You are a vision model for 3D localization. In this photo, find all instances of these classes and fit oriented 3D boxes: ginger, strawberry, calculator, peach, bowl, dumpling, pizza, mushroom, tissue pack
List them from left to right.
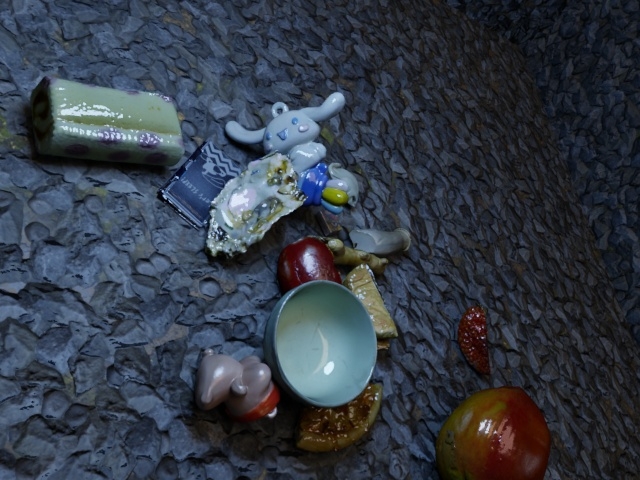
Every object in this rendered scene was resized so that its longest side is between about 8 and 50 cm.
[{"bbox_3d":[-0.329,-0.162,1.581,0.165,0.028,0.274,43,47,-15],"label":"calculator"},{"bbox_3d":[-0.029,0.124,1.560,0.153,0.159,0.268,-13,80,-21],"label":"peach"},{"bbox_3d":[-0.017,0.263,1.407,0.307,0.163,0.307,9,71,-29],"label":"bowl"},{"bbox_3d":[0.027,-0.060,1.807,0.063,0.035,0.083,-14,73,-43],"label":"tissue pack"},{"bbox_3d":[0.042,0.432,1.485,0.335,0.086,0.226,-16,77,-42],"label":"pizza"},{"bbox_3d":[0.076,-0.204,1.893,0.169,0.100,0.134,32,36,-23],"label":"dumpling"},{"bbox_3d":[0.105,0.059,1.758,0.298,0.118,0.065,18,59,-41],"label":"ginger"},{"bbox_3d":[0.208,0.008,1.876,0.246,0.108,0.096,-2,107,-38],"label":"mushroom"},{"bbox_3d":[0.533,0.339,1.945,0.175,0.106,0.236,63,29,-48],"label":"strawberry"},{"bbox_3d":[0.505,0.596,1.618,0.372,0.290,0.373,14,65,-31],"label":"peach"}]

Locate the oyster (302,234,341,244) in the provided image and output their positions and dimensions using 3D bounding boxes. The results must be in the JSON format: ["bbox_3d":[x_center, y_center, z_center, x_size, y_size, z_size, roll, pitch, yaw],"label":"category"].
[{"bbox_3d":[0.000,0.001,1.741,0.132,0.086,0.029,5,93,0],"label":"oyster"}]

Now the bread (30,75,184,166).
[{"bbox_3d":[-0.529,-0.289,1.400,0.338,0.155,0.187,-1,73,-43],"label":"bread"}]

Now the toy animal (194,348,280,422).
[{"bbox_3d":[-0.190,0.342,1.294,0.197,0.171,0.171,23,52,-23],"label":"toy animal"}]

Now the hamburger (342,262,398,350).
[{"bbox_3d":[0.129,0.213,1.677,0.130,0.124,0.262,-15,69,-25],"label":"hamburger"}]

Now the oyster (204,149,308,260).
[{"bbox_3d":[-0.194,-0.091,1.547,0.354,0.107,0.201,-41,77,-17],"label":"oyster"}]

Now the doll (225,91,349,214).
[{"bbox_3d":[-0.084,-0.234,1.663,0.187,0.376,0.366,-18,96,-50],"label":"doll"}]
